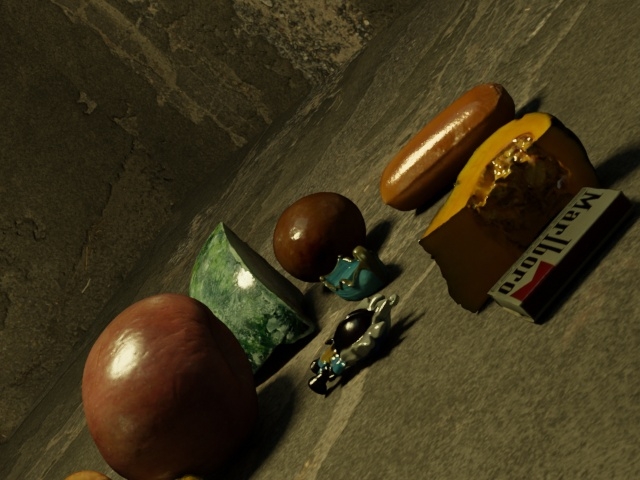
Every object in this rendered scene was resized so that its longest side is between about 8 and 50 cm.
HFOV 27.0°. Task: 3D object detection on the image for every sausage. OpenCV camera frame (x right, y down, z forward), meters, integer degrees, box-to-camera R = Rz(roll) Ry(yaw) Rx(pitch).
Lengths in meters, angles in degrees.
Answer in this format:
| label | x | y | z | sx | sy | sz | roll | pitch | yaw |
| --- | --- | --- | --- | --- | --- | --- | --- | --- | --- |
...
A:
| label | x | y | z | sx | sy | sz | roll | pitch | yaw |
| --- | --- | --- | --- | --- | --- | --- | --- | --- | --- |
| sausage | 0.204 | -0.151 | 2.164 | 0.274 | 0.105 | 0.105 | -41 | 14 | 26 |

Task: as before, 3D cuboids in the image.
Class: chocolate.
| label | x | y | z | sx | sy | sz | roll | pitch | yaw |
| --- | --- | --- | --- | --- | --- | --- | --- | --- | --- |
| chocolate | 0.000 | 0.000 | 2.270 | 0.177 | 0.177 | 0.177 | -45 | 13 | 13 |

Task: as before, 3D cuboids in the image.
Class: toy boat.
| label | x | y | z | sx | sy | sz | roll | pitch | yaw |
| --- | --- | --- | --- | --- | --- | --- | --- | --- | --- |
| toy boat | 0.052 | 0.045 | 2.117 | 0.075 | 0.077 | 0.185 | -50 | 12 | -15 |

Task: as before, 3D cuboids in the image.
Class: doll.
| label | x | y | z | sx | sy | sz | roll | pitch | yaw |
| --- | --- | --- | --- | --- | --- | --- | --- | --- | --- |
| doll | 0.048 | 0.138 | 1.872 | 0.195 | 0.070 | 0.096 | -48 | 26 | 31 |

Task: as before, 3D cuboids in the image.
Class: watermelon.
| label | x | y | z | sx | sy | sz | roll | pitch | yaw |
| --- | --- | --- | --- | --- | --- | --- | --- | --- | --- |
| watermelon | -0.111 | 0.149 | 2.305 | 0.320 | 0.214 | 0.289 | 32 | 116 | 40 |

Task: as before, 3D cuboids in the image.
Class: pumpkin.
| label | x | y | z | sx | sy | sz | roll | pitch | yaw |
| --- | --- | --- | --- | --- | --- | --- | --- | --- | --- |
| pumpkin | 0.231 | -0.044 | 1.689 | 0.248 | 0.131 | 0.126 | -41 | 21 | 7 |

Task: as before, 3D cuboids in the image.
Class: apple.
| label | x | y | z | sx | sy | sz | roll | pitch | yaw |
| --- | --- | --- | --- | --- | --- | --- | --- | --- | --- |
| apple | -0.231 | 0.231 | 2.028 | 0.235 | 0.305 | 0.306 | -31 | 15 | 7 |

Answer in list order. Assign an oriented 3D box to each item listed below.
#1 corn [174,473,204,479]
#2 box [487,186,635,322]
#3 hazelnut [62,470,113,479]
| label | x | y | z | sx | sy | sz | roll | pitch | yaw |
| --- | --- | --- | --- | --- | --- | --- | --- | --- | --- |
| corn | -0.249 | 0.447 | 1.840 | 0.102 | 0.102 | 0.313 | -32 | 20 | 50 |
| box | 0.279 | 0.013 | 1.548 | 0.177 | 0.036 | 0.115 | -48 | 12 | -3 |
| hazelnut | -0.383 | 0.460 | 2.183 | 0.150 | 0.150 | 0.150 | -45 | 13 | 13 |
